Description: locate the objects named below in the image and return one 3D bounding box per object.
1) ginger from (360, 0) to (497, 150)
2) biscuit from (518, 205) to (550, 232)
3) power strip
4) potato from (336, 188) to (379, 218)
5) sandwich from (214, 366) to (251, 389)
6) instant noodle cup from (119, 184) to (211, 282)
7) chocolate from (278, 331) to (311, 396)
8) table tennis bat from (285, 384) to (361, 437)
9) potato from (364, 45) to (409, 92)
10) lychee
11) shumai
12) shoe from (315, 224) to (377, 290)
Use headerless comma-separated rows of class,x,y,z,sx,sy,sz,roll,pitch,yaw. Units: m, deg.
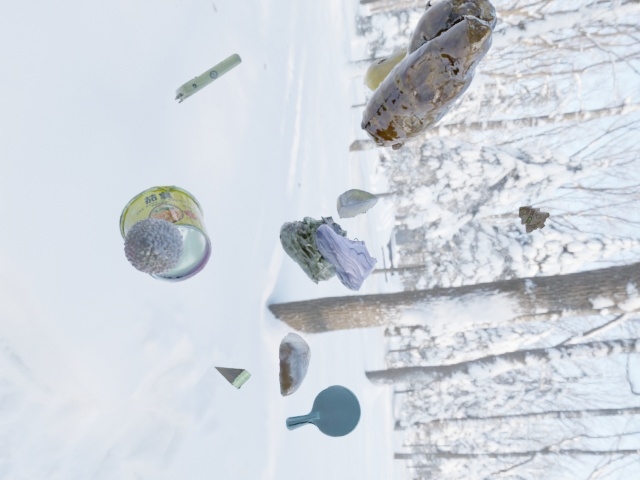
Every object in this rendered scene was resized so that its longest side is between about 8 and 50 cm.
ginger,0.248,-0.391,0.986,0.418,0.176,0.254,-48,-160,56
biscuit,0.622,-0.070,1.228,0.092,0.082,0.016,55,21,25
power strip,-0.248,-0.352,0.905,0.076,0.169,0.028,16,-37,58
potato,0.050,-0.061,0.687,0.036,0.093,0.037,53,-47,23
sandwich,-0.338,0.504,1.609,0.074,0.116,0.074,-47,146,-19
instant noodle cup,-0.567,-0.011,1.572,0.254,0.325,0.326,46,-23,46
chocolate,-0.072,0.375,1.292,0.254,0.080,0.157,57,32,-84
table tennis bat,0.006,0.448,1.072,0.033,0.201,0.124,58,16,-71
potato,0.261,-0.560,1.395,0.150,0.233,0.146,-35,109,-57
lychee,-0.466,0.018,1.177,0.197,0.165,0.165,90,-1,-73
shumai,-0.001,0.001,1.422,0.256,0.218,0.189,46,34,-10
shoe,0.085,0.033,1.286,0.137,0.095,0.245,-45,118,-22
